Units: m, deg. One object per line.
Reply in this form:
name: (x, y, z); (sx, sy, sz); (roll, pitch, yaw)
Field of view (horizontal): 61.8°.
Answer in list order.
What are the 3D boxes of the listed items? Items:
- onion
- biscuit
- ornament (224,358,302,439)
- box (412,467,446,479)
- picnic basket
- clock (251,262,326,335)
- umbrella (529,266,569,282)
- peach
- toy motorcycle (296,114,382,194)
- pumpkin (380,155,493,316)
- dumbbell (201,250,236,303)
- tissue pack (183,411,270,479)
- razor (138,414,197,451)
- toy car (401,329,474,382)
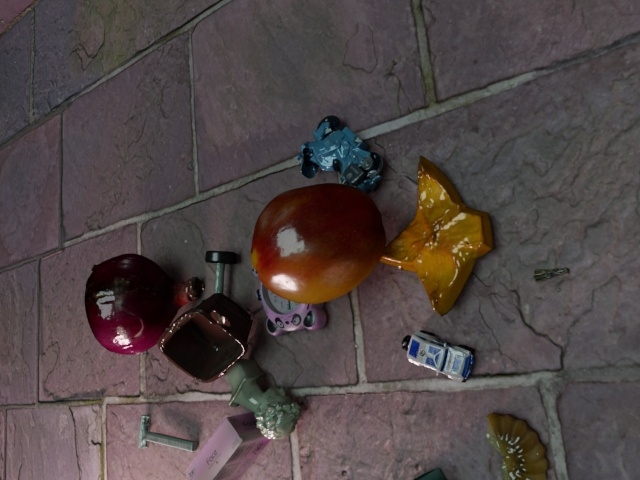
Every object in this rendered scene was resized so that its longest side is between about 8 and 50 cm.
onion: (-0.573, 0.194, 1.761); (0.385, 0.348, 0.348); (-13, 73, -1)
biscuit: (0.411, 0.451, 1.121); (0.118, 0.061, 0.183); (-23, 70, 31)
ornament: (-0.177, 0.451, 1.517); (0.285, 0.120, 0.130); (28, 102, 37)
box: (0.257, 0.660, 1.117); (0.118, 0.205, 0.311); (-47, 60, 20)
picnic basket: (-0.331, 0.278, 1.583); (0.222, 0.129, 0.297); (39, 129, -10)
clock: (-0.082, 0.136, 1.510); (0.227, 0.090, 0.248); (-16, 76, 34)
umbrella: (0.487, 0.072, 1.141); (0.083, 0.020, 0.031); (-21, 33, 33)
peach: (0.000, 0.000, 1.281); (0.332, 0.307, 0.308); (-26, 69, 21)
toy motorcycle: (0.045, -0.212, 1.444); (0.182, 0.123, 0.272); (-48, 58, 10)
pumpkin: (0.273, -0.012, 1.258); (0.258, 0.095, 0.290); (40, 111, 39)
dumbbell: (-0.317, 0.129, 1.675); (0.100, 0.100, 0.191); (0, 83, 36)
tissue pack: (-0.261, 0.616, 1.543); (0.092, 0.148, 0.246); (45, 108, 32)
razor: (-0.519, 0.661, 1.780); (0.277, 0.056, 0.111); (-2, 81, 36)
toy car: (0.269, 0.265, 1.243); (0.170, 0.070, 0.080); (17, 95, 36)
